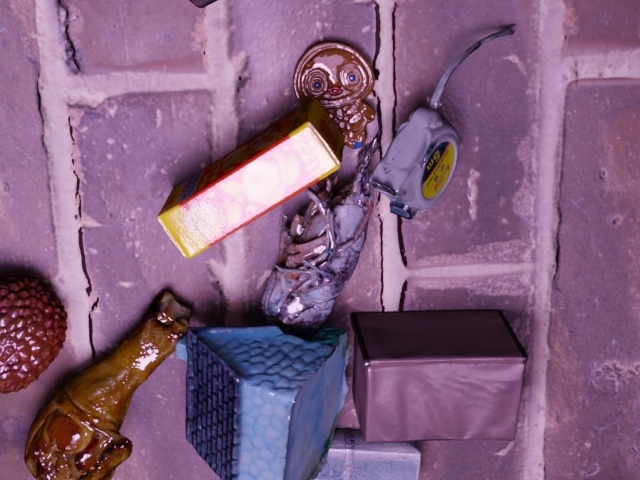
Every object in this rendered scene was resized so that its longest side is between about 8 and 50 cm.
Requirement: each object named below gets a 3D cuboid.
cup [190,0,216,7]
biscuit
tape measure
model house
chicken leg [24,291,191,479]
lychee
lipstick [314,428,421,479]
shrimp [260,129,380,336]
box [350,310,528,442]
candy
[{"bbox_3d":[-0.149,-0.448,1.634,0.177,0.166,0.239,-30,134,13],"label":"cup"},{"bbox_3d":[0.026,-0.217,1.820,0.124,0.026,0.175,-13,111,2],"label":"biscuit"},{"bbox_3d":[0.188,-0.188,1.819,0.084,0.164,0.330,26,76,23],"label":"tape measure"},{"bbox_3d":[-0.106,0.250,1.875,0.241,0.226,0.261,16,123,16],"label":"model house"},{"bbox_3d":[-0.335,0.258,1.883,0.361,0.211,0.140,-45,135,15],"label":"chicken leg"},{"bbox_3d":[-0.485,0.134,1.848,0.188,0.188,0.188,-1,111,-3],"label":"lychee"},{"bbox_3d":[0.020,0.362,2.018,0.290,0.076,0.077,3,112,-5],"label":"lipstick"},{"bbox_3d":[0.000,0.002,1.827,0.137,0.172,0.372,13,117,-3],"label":"shrimp"},{"bbox_3d":[0.180,0.215,1.915,0.252,0.188,0.153,-1,111,-6],"label":"box"},{"bbox_3d":[-0.100,-0.092,1.786,0.276,0.146,0.088,-31,107,15],"label":"candy"}]
